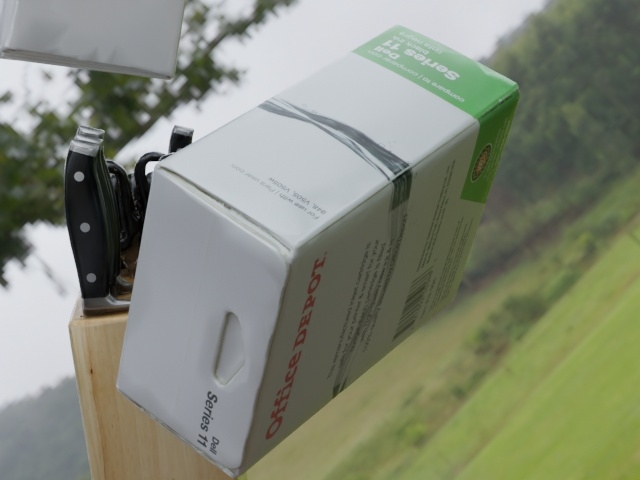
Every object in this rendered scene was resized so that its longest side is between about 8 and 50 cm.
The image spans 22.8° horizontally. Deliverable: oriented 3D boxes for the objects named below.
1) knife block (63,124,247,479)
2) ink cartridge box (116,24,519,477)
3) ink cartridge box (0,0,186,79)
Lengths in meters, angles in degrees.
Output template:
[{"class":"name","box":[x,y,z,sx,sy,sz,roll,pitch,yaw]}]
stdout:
[{"class":"knife block","box":[-0.100,0.075,0.951,0.088,0.276,0.242,-6,-29,1]},{"class":"ink cartridge box","box":[0.000,0.000,0.811,0.208,0.087,0.153,-35,-31,-46]},{"class":"ink cartridge box","box":[-0.157,-0.251,1.045,0.201,0.117,0.278,18,99,65]}]
